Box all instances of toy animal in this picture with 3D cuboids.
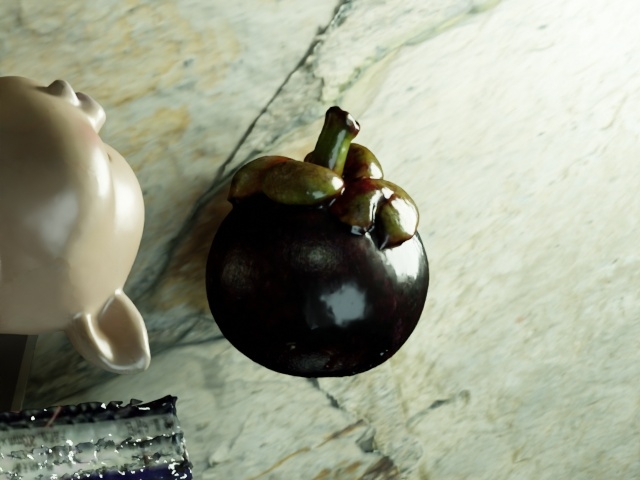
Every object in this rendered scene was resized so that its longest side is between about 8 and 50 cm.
[{"bbox_3d":[-0.285,0.011,1.285,0.326,0.237,0.269,-53,131,-5],"label":"toy animal"}]

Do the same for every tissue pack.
[{"bbox_3d":[-0.302,0.223,1.424,0.332,0.123,0.245,-1,158,-35],"label":"tissue pack"}]

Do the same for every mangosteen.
[{"bbox_3d":[0.000,0.000,1.510,0.211,0.211,0.250,-5,108,-32],"label":"mangosteen"}]

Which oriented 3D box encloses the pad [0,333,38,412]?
[{"bbox_3d":[-0.377,0.131,1.451,0.266,0.002,0.176,1,117,-35],"label":"pad"}]
